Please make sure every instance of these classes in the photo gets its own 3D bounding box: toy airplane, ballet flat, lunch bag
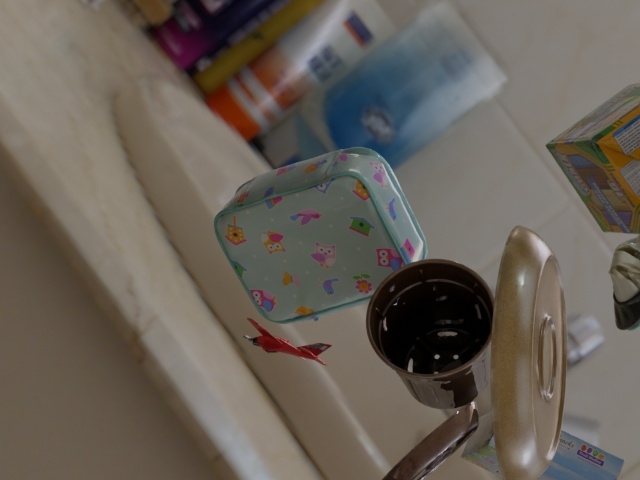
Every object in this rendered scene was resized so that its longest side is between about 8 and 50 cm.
[{"bbox_3d":[-0.048,0.160,2.130,0.151,0.028,0.151,17,-18,6],"label":"toy airplane"},{"bbox_3d":[0.454,0.027,1.914,0.096,0.280,0.095,28,52,-8],"label":"ballet flat"},{"bbox_3d":[0.000,0.000,2.030,0.224,0.279,0.108,60,34,-21],"label":"lunch bag"}]

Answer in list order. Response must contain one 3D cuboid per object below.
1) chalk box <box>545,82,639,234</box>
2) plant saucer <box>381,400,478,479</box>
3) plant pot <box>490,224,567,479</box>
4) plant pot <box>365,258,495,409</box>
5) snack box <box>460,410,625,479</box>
[{"bbox_3d":[0.485,-0.129,2.197,0.179,0.180,0.289,55,-7,-8],"label":"chalk box"},{"bbox_3d":[0.143,0.270,1.806,0.029,0.168,0.168,48,6,13],"label":"plant saucer"},{"bbox_3d":[0.190,0.104,1.264,0.236,0.032,0.236,-1,90,-71],"label":"plant pot"},{"bbox_3d":[0.156,0.134,1.853,0.167,0.167,0.165,57,-4,30],"label":"plant pot"},{"bbox_3d":[0.294,0.295,1.918,0.174,0.070,0.207,26,-15,1],"label":"snack box"}]
